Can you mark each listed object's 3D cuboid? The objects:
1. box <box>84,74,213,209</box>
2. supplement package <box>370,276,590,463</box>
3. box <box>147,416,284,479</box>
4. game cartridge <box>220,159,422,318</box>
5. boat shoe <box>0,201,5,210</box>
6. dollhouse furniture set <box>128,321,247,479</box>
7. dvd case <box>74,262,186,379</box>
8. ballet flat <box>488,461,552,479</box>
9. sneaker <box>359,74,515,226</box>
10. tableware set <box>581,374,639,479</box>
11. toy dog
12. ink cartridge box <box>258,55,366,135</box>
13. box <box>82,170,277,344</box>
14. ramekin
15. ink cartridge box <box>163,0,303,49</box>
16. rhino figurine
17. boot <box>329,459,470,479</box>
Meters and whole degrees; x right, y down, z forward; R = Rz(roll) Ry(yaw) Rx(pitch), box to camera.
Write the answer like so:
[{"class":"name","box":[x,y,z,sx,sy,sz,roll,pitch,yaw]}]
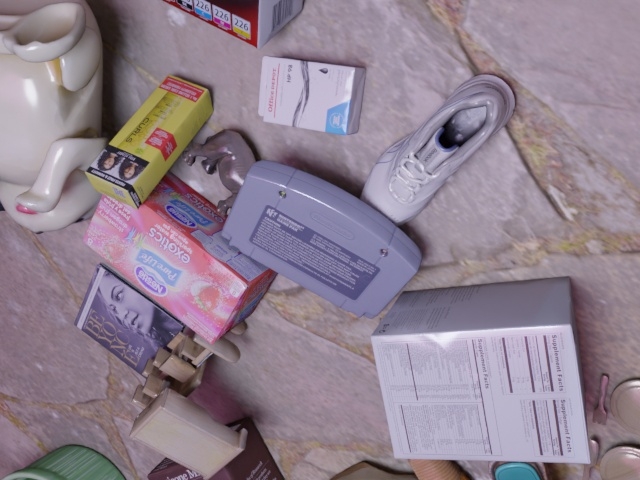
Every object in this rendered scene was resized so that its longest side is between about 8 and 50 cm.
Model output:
[{"class":"box","box":[-0.274,-0.165,1.004,0.088,0.232,0.058,25,153,14]},{"class":"supplement package","box":[0.241,0.185,0.899,0.263,0.199,0.197,-7,102,23]},{"class":"box","box":[-0.147,0.561,1.192,0.191,0.143,0.381,-28,91,26]},{"class":"game cartridge","box":[0.000,0.000,0.960,0.294,0.060,0.196,30,140,-4]},{"class":"boat shoe","box":[-0.656,-0.214,1.194,0.127,0.113,0.339,-7,102,23]},{"class":"dollhouse furniture set","box":[-0.217,0.271,1.100,0.161,0.242,0.212,36,116,-19]},{"class":"dvd case","box":[-0.393,0.171,1.248,0.221,0.018,0.164,34,114,10]},{"class":"ballet flat","box":[0.337,0.408,0.965,0.108,0.106,0.315,-11,119,16]},{"class":"sneaker","box":[0.150,-0.120,0.892,0.111,0.129,0.297,42,116,3]},{"class":"tableware set","box":[0.481,0.300,0.927,0.128,0.039,0.194,11,103,31]},{"class":"toy dog","box":[-0.479,-0.198,1.021,0.285,0.395,0.407,-2,130,-4]},{"class":"ink cartridge box","box":[-0.027,-0.232,0.969,0.180,0.060,0.104,12,109,18]},{"class":"box","box":[-0.237,0.019,1.070,0.300,0.154,0.142,36,114,8]},{"class":"ramekin","box":[-0.562,0.611,1.362,0.304,0.148,0.303,6,106,20]},{"class":"ink cartridge box","box":[-0.175,-0.469,0.857,0.310,0.130,0.271,29,147,13]},{"class":"rhino figurine","box":[-0.123,-0.079,1.042,0.106,0.073,0.243,-33,95,25]},{"class":"boot","box":[0.139,0.491,1.077,0.295,0.104,0.211,-31,91,22]}]
